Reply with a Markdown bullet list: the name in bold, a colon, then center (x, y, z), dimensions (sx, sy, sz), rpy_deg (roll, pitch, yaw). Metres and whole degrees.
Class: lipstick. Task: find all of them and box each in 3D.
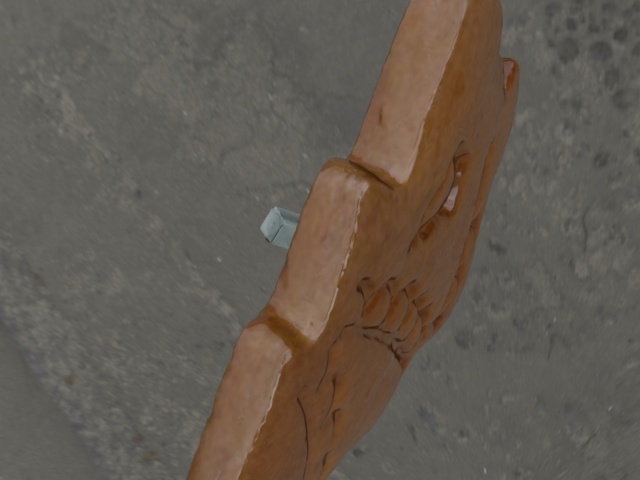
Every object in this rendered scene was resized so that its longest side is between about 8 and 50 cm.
- **lipstick**: center (0.000, 0.000, 0.988), dimensions (0.025, 0.107, 0.025), rpy_deg (-57, 41, 18)

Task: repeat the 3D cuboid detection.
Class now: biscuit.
- **biscuit**: center (0.024, 0.032, 0.586), dimensions (0.043, 0.284, 0.306), rpy_deg (26, 65, 17)
